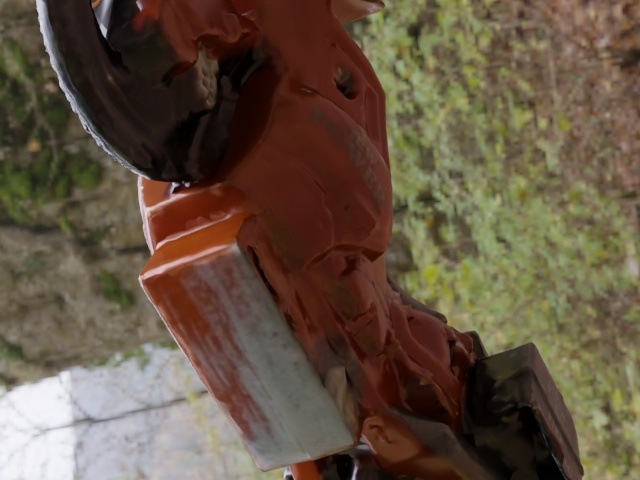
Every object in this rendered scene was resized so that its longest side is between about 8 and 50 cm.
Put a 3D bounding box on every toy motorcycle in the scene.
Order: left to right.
[{"bbox_3d":[0.000,0.000,0.495,0.325,0.148,0.221,61,-155,-21],"label":"toy motorcycle"}]
